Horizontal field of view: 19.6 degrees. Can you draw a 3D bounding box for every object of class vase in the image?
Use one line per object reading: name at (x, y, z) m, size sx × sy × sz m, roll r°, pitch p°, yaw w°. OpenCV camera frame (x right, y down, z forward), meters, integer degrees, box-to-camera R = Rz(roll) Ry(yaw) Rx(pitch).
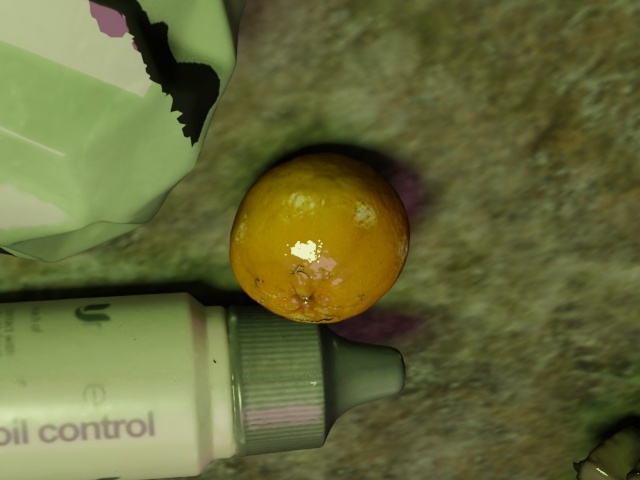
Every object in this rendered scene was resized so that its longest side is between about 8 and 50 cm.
vase at (-0.207, -0.111, 0.598) m, size 0.360 × 0.165 × 0.165 m, roll 19°, pitch 135°, yaw -25°

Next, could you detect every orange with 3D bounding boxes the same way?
orange at (0.000, 0.000, 0.829) m, size 0.083 × 0.070 × 0.083 m, roll -1°, pitch 143°, yaw -1°

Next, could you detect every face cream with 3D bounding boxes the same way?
face cream at (-0.114, 0.072, 0.887) m, size 0.311 × 0.092 × 0.092 m, roll -3°, pitch 142°, yaw -6°

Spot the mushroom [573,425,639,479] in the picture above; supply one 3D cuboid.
mushroom at (0.224, 0.156, 1.031) m, size 0.117 × 0.141 × 0.188 m, roll -33°, pitch 154°, yaw -23°
